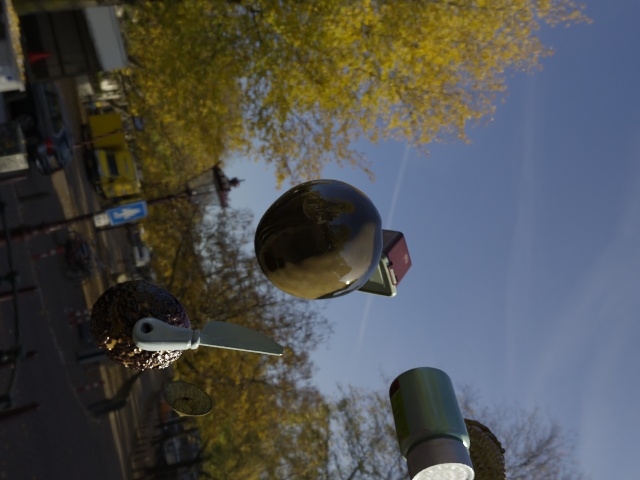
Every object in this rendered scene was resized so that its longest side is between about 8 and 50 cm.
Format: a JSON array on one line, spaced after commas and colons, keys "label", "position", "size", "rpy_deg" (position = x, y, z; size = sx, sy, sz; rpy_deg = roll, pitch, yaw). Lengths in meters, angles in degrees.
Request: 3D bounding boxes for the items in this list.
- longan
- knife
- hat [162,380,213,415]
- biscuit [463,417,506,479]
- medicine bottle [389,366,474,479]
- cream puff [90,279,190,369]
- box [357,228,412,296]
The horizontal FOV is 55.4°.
[{"label": "longan", "position": [0.000, 0.000, 1.497], "size": [0.319, 0.319, 0.318], "rpy_deg": [168, -90, -75]}, {"label": "knife", "position": [-0.242, 0.210, 1.343], "size": [0.044, 0.332, 0.080], "rpy_deg": [115, -26, -43]}, {"label": "hat", "position": [-0.379, 0.462, 1.690], "size": [0.067, 0.146, 0.146], "rpy_deg": [-64, -151, 16]}, {"label": "biscuit", "position": [0.373, 0.603, 1.619], "size": [0.079, 0.259, 0.259], "rpy_deg": [82, -8, -76]}, {"label": "medicine bottle", "position": [0.222, 0.379, 1.230], "size": [0.225, 0.139, 0.139], "rpy_deg": [-98, -174, -50]}, {"label": "cream puff", "position": [-0.433, 0.211, 1.451], "size": [0.164, 0.239, 0.239], "rpy_deg": [-61, 159, -46]}, {"label": "box", "position": [0.165, 0.061, 2.121], "size": [0.294, 0.167, 0.193], "rpy_deg": [8, -50, 39]}]
